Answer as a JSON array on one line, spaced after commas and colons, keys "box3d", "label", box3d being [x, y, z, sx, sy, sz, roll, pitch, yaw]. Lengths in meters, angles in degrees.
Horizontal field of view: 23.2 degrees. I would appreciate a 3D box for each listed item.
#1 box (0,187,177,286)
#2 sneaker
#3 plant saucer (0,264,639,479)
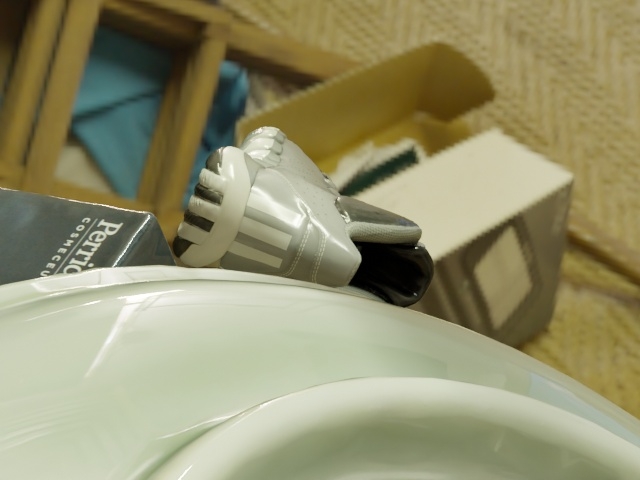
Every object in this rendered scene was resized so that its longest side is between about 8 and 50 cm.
[{"box3d": [-0.321, 0.122, 1.118, 0.395, 0.212, 0.293, 9, 46, 25], "label": "box"}, {"box3d": [0.000, 0.000, 0.880, 0.132, 0.086, 0.228, 22, 10, 3], "label": "sneaker"}, {"box3d": [0.030, 0.142, 0.343, 0.400, 0.100, 0.400, 18, 43, -18], "label": "plant saucer"}]
